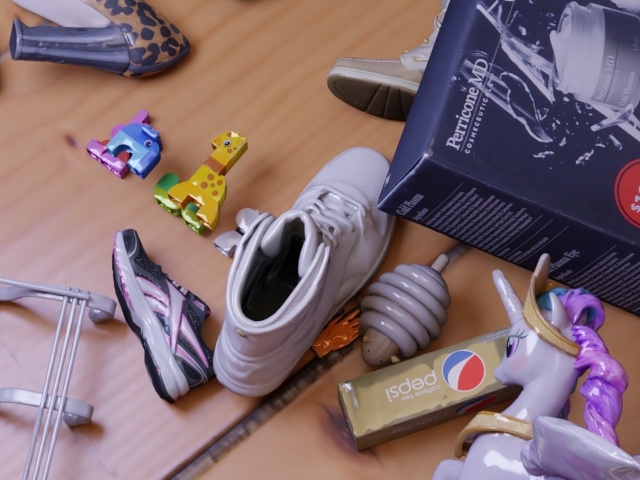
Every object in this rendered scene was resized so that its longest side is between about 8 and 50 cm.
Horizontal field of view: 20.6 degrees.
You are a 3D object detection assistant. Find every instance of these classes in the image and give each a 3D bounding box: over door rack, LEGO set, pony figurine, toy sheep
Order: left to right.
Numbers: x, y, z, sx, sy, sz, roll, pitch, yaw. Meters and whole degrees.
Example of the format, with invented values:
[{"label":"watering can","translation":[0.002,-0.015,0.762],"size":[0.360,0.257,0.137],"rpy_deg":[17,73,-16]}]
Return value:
[{"label":"over door rack","translation":[-0.377,0.132,1.673],"size":[0.324,0.108,0.240],"rpy_deg":[15,70,-13]},{"label":"LEGO set","translation":[-0.124,-0.073,1.762],"size":[0.227,0.087,0.093],"rpy_deg":[36,76,14]},{"label":"toy sheep","translation":[0.082,0.065,1.694],"size":[0.091,0.091,0.132],"rpy_deg":[29,75,13]},{"label":"pony figurine","translation":[0.212,0.229,1.523],"size":[0.351,0.303,0.363],"rpy_deg":[32,96,38]}]

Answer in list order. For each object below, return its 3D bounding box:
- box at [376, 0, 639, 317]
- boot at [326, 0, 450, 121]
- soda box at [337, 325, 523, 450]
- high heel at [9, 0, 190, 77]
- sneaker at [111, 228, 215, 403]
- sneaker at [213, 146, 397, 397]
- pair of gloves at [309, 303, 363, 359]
[{"label":"box","translation":[0.265,-0.142,1.677],"size":[0.312,0.179,0.343],"rpy_deg":[21,72,-6]},{"label":"boot","translation":[0.118,-0.207,1.803],"size":[0.213,0.077,0.165],"rpy_deg":[7,71,-2]},{"label":"soda box","translation":[0.109,0.141,1.681],"size":[0.181,0.061,0.058],"rpy_deg":[-19,70,-4]},{"label":"high heel","translation":[-0.239,-0.280,1.868],"size":[0.186,0.093,0.261],"rpy_deg":[4,55,-19]},{"label":"sneaker","translation":[-0.150,0.069,1.729],"size":[0.077,0.072,0.178],"rpy_deg":[-19,77,-17]},{"label":"sneaker","translation":[0.000,0.000,1.670],"size":[0.108,0.169,0.292],"rpy_deg":[27,63,8]},{"label":"pair of gloves","translation":[0.007,0.069,1.741],"size":[0.074,0.010,0.083],"rpy_deg":[-32,70,-8]}]
